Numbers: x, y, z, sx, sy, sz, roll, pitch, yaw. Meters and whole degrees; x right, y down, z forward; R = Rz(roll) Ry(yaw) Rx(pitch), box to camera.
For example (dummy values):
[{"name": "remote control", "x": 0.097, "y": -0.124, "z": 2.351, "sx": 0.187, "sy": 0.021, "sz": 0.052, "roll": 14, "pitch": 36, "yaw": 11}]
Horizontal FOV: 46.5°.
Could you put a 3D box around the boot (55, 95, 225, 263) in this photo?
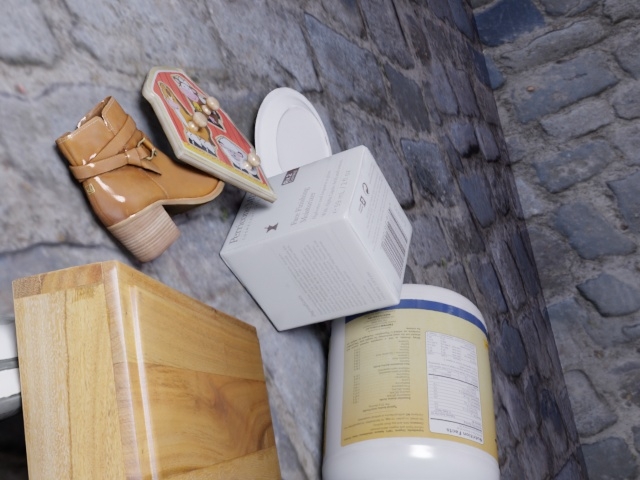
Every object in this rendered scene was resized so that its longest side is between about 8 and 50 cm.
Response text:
[{"name": "boot", "x": -0.183, "y": -0.087, "z": 0.792, "sx": 0.152, "sy": 0.073, "sz": 0.197, "roll": 58, "pitch": 27, "yaw": -20}]

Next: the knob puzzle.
[{"name": "knob puzzle", "x": -0.133, "y": -0.145, "z": 0.883, "sx": 0.213, "sy": 0.030, "sz": 0.213, "roll": 43, "pitch": 19, "yaw": -19}]

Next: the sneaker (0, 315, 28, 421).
[{"name": "sneaker", "x": -0.324, "y": -0.013, "z": 0.361, "sx": 0.448, "sy": 0.169, "sz": 0.257, "roll": 12, "pitch": 66, "yaw": -59}]

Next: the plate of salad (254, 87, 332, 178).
[{"name": "plate of salad", "x": -0.042, "y": -0.127, "z": 1.111, "sx": 0.200, "sy": 0.048, "sz": 0.199, "roll": 16, "pitch": 70, "yaw": -54}]

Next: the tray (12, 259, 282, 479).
[{"name": "tray", "x": -0.108, "y": 0.156, "z": 0.618, "sx": 0.411, "sy": 0.076, "sz": 0.202, "roll": 64, "pitch": 15, "yaw": -76}]

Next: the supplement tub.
[{"name": "supplement tub", "x": 0.119, "y": 0.243, "z": 1.002, "sx": 0.228, "sy": 0.228, "sz": 0.316, "roll": 45, "pitch": 38, "yaw": -43}]

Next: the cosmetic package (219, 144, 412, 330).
[{"name": "cosmetic package", "x": 0.000, "y": 0.000, "z": 0.963, "sx": 0.151, "sy": 0.184, "sz": 0.151, "roll": 57, "pitch": 31, "yaw": -31}]
